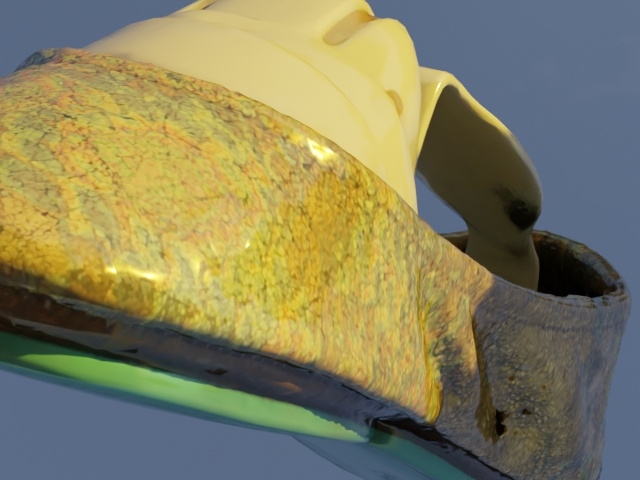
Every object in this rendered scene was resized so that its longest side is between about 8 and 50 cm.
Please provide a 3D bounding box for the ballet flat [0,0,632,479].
[{"bbox_3d":[0.000,0.000,0.476,0.123,0.348,0.123,-6,-106,23],"label":"ballet flat"}]
